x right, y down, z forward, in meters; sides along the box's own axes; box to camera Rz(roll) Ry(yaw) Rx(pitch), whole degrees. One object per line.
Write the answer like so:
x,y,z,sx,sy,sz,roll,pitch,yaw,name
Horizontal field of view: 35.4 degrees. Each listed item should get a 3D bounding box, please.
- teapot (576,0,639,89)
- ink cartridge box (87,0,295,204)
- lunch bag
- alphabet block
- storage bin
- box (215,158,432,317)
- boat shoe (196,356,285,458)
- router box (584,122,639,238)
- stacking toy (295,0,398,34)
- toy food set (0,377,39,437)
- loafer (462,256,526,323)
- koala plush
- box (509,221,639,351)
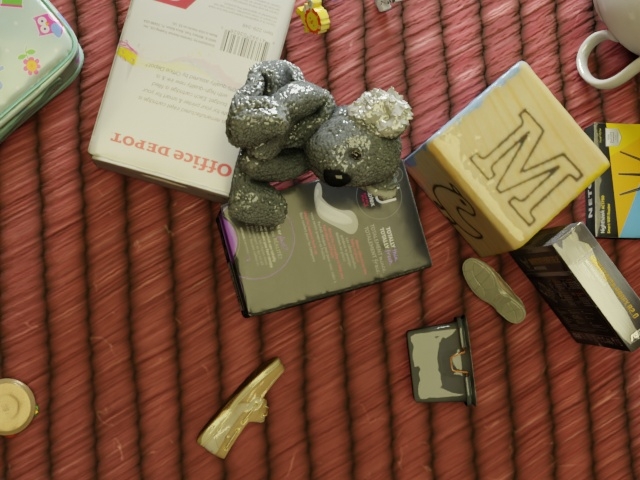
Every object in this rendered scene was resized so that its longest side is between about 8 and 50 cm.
0.504,-0.389,1.529,0.256,0.187,0.253,-29,117,-25,teapot
-0.184,-0.227,1.447,0.226,0.131,0.306,16,85,-7,ink cartridge box
-0.491,-0.248,1.422,0.279,0.108,0.224,-42,94,-8,lunch bag
0.265,-0.112,1.467,0.193,0.192,0.197,-41,90,-7,alphabet block
0.177,0.183,1.484,0.091,0.098,0.135,-7,86,3,storage bin
0.000,0.000,1.445,0.270,0.143,0.165,-15,87,-9,box
-0.105,0.244,1.457,0.059,0.063,0.170,43,91,-5,boat shoe
0.482,-0.090,1.563,0.133,0.046,0.179,0,85,-7,router box
0.011,-0.425,1.496,0.167,0.052,0.221,-24,88,-33,stacking toy
-0.448,0.239,1.430,0.083,0.020,0.083,-32,90,-9,toy food set
0.265,0.074,1.531,0.125,0.039,0.045,47,115,1,loafer
0.006,-0.133,1.306,0.221,0.196,0.203,9,45,7,koala plush
0.373,0.067,1.444,0.056,0.231,0.183,-36,90,-5,box
